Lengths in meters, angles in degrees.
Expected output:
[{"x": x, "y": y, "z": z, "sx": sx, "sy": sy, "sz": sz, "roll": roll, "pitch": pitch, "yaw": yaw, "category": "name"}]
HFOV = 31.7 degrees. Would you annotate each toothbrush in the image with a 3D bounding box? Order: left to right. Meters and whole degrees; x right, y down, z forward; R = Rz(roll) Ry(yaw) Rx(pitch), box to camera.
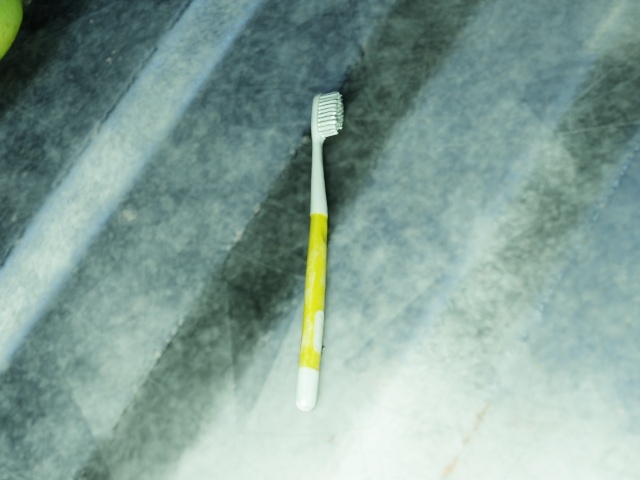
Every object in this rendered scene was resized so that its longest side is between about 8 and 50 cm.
[{"x": 0.000, "y": 0.000, "z": 0.925, "sx": 0.024, "sy": 0.021, "sz": 0.288, "roll": -12, "pitch": 60, "yaw": 28, "category": "toothbrush"}]

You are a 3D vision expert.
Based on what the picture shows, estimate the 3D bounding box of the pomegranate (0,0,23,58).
[{"x": -0.397, "y": -0.249, "z": 1.108, "sx": 0.179, "sy": 0.210, "sz": 0.180, "roll": -12, "pitch": 59, "yaw": 21, "category": "pomegranate"}]
